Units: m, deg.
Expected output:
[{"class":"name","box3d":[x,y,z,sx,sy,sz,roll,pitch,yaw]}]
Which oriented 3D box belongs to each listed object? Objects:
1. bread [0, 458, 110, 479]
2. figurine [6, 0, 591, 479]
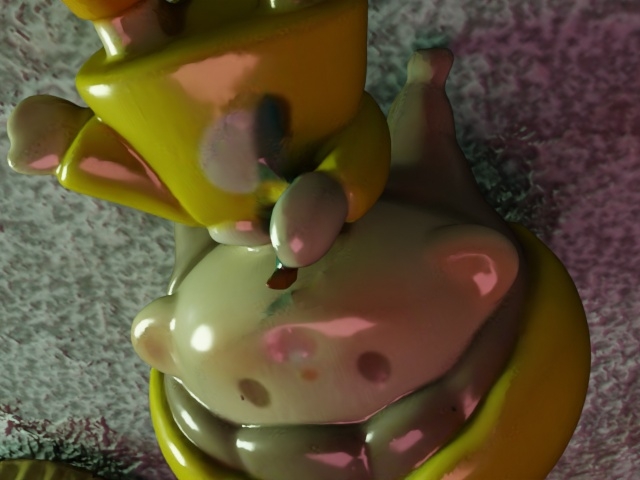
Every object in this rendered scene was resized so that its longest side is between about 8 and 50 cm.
[{"class":"bread","box3d":[-0.189,0.268,0.778,0.227,0.142,0.253,-24,130,33]},{"class":"figurine","box3d":[0.000,0.000,0.491,0.215,0.187,0.343,-4,128,19]}]
